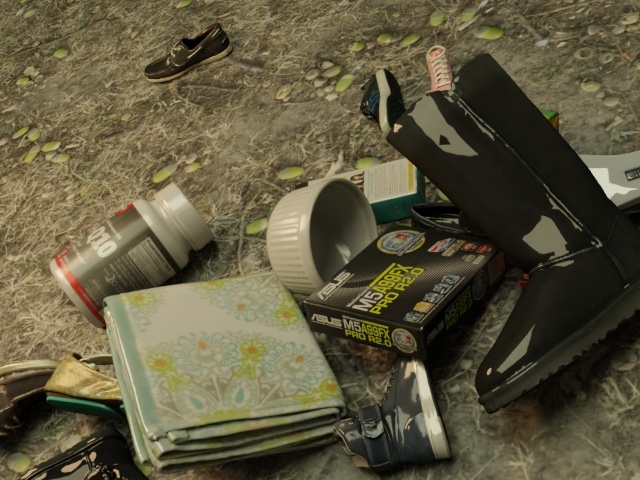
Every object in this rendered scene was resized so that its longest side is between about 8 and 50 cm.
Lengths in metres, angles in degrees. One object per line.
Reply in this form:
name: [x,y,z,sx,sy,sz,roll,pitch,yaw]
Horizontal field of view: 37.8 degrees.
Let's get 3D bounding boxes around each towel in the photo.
towel: [-0.161,0.197,1.496,0.320,0.090,0.374,-6,39,-21]

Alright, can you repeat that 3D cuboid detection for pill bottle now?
pill bottle: [-0.358,0.023,1.795,0.283,0.161,0.161,-37,43,-8]

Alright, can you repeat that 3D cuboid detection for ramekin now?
ramekin: [0.000,0.000,1.602,0.109,0.207,0.207,-5,48,37]

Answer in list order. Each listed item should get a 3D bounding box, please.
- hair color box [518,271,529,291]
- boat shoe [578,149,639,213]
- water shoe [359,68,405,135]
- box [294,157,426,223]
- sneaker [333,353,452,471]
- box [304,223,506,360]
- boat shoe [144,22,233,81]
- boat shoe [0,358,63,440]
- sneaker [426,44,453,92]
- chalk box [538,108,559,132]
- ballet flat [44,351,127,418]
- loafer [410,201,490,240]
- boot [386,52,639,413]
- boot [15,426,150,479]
hair color box: [0.374,0.027,1.486,0.072,0.043,0.141,6,53,34]
boat shoe: [0.477,-0.089,1.496,0.301,0.102,0.108,-16,67,7]
water shoe: [0.123,-0.262,1.887,0.080,0.073,0.203,-34,34,28]
box: [0.070,-0.077,1.733,0.244,0.060,0.100,-12,45,18]
sneaker: [0.094,0.240,1.405,0.163,0.086,0.226,-17,45,9]
box: [0.139,0.073,1.489,0.216,0.060,0.270,12,35,36]
boat shoe: [-0.336,-0.463,2.304,0.233,0.079,0.084,-22,45,11]
boat shoe: [-0.589,0.303,1.702,0.355,0.132,0.130,-13,74,5]
sneaker: [0.240,-0.340,1.883,0.051,0.070,0.134,-13,46,14]
chalk box: [0.288,-0.159,1.619,0.213,0.132,0.132,21,42,39]
ballet flat: [-0.308,0.255,1.562,0.348,0.123,0.123,9,55,27]
loafer: [0.256,-0.029,1.576,0.223,0.078,0.076,3,50,30]
boot: [0.251,-0.020,1.374,0.367,0.146,0.445,-33,76,-19]
boot: [-0.380,0.428,1.475,0.246,0.094,0.207,-34,39,-13]
